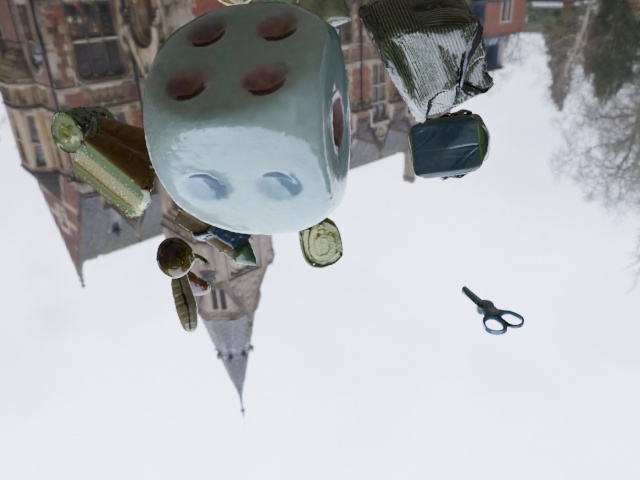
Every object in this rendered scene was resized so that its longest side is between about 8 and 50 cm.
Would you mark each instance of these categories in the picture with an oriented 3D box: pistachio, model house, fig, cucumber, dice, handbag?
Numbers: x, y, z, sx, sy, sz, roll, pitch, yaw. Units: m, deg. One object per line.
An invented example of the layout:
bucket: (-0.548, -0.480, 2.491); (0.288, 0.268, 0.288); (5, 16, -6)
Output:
pistachio: (-0.486, 0.167, 2.001); (0.090, 0.173, 0.049); (-33, -145, 28)
model house: (-0.221, -0.100, 1.590); (0.280, 0.312, 0.245); (31, 174, 6)
fig: (-0.296, 0.034, 1.132); (0.084, 0.081, 0.098); (17, -169, 35)
cucumber: (-0.732, -0.369, 1.718); (0.135, 0.134, 0.244); (4, -153, 13)
dice: (-0.098, -0.183, 0.844); (0.263, 0.264, 0.267); (-1, -122, 12)
handbag: (0.442, -0.328, 1.837); (0.263, 0.222, 0.241); (-10, -168, 22)
handbag: (0.268, -0.461, 1.303); (0.240, 0.341, 0.247); (-24, -117, 16)

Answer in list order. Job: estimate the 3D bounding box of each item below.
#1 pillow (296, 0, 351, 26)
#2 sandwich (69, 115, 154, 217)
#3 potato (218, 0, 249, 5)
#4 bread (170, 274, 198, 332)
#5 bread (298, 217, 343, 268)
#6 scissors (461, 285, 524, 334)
pillow: (-0.019, -0.819, 1.725); (0.185, 0.302, 0.075); (-12, -171, 37)
sandwich: (-0.577, -0.203, 1.491); (0.199, 0.155, 0.227); (12, -125, -33)
potato: (-0.342, -1.028, 2.188); (0.204, 0.178, 0.158); (-31, -109, -32)
bread: (-0.452, 0.200, 1.781); (0.073, 0.214, 0.053); (-21, 166, 17)
bread: (0.000, 0.000, 1.498); (0.118, 0.156, 0.064); (-10, -156, 0)
scissors: (0.520, 0.211, 1.692); (0.125, 0.030, 0.256); (-15, -152, -14)
